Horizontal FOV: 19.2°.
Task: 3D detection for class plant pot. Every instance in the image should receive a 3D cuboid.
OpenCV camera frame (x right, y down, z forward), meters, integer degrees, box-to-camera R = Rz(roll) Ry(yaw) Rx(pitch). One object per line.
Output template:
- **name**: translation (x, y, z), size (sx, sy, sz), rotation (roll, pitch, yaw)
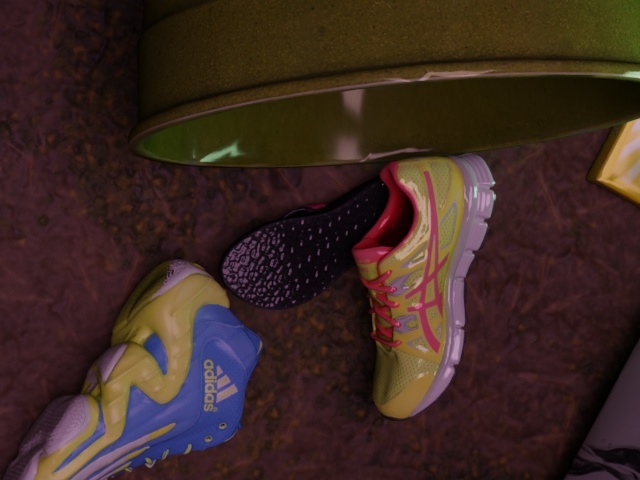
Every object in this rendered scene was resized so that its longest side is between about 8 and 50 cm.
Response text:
- **plant pot**: translation (0.039, -0.249, 1.283), size (0.366, 0.366, 0.353), rotation (-4, 84, -14)

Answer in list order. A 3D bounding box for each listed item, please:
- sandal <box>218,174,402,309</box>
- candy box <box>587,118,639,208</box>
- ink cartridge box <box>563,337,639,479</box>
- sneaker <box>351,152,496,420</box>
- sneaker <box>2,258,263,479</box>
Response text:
- **sandal**: translation (0.000, 0.000, 1.437), size (0.179, 0.040, 0.067), rotation (-26, 107, -25)
- **candy box**: translation (0.303, -0.115, 1.504), size (0.105, 0.027, 0.206), rotation (27, 88, -12)
- **ink cartridge box**: translation (0.353, 0.211, 1.469), size (0.285, 0.166, 0.395), rotation (30, 87, -21)
- **sneaker**: translation (0.059, 0.031, 1.416), size (0.094, 0.081, 0.208), rotation (8, 96, -30)
- **sneaker**: translation (-0.129, 0.137, 1.386), size (0.126, 0.091, 0.240), rotation (38, 85, -16)
